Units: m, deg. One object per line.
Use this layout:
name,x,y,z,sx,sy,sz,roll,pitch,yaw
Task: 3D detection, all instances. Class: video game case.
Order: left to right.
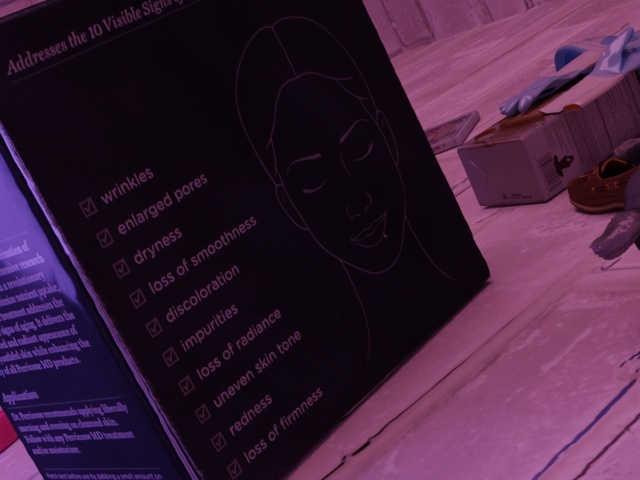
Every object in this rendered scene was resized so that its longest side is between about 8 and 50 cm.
video game case,0.219,-0.200,2.110,0.183,0.023,0.201,-20,14,26

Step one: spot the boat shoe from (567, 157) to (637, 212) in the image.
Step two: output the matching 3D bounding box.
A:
boat shoe,0.348,-0.070,1.231,0.064,0.060,0.178,-29,13,-15

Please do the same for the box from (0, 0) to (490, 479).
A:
box,-0.136,-0.037,1.102,0.297,0.471,0.480,-12,18,46

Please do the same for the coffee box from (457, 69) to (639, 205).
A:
coffee box,0.336,-0.149,1.486,0.246,0.098,0.141,-33,16,-28

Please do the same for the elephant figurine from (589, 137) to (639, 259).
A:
elephant figurine,0.355,-0.042,0.969,0.239,0.186,0.169,-39,-29,-81

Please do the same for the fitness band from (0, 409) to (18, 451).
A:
fitness band,-0.511,0.280,1.542,0.209,0.054,0.291,-16,17,28

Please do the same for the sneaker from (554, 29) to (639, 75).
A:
sneaker,0.530,-0.296,1.667,0.208,0.127,0.319,-28,19,-13

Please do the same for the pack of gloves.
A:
pack of gloves,0.367,-0.248,1.482,0.232,0.046,0.195,-34,18,-25
